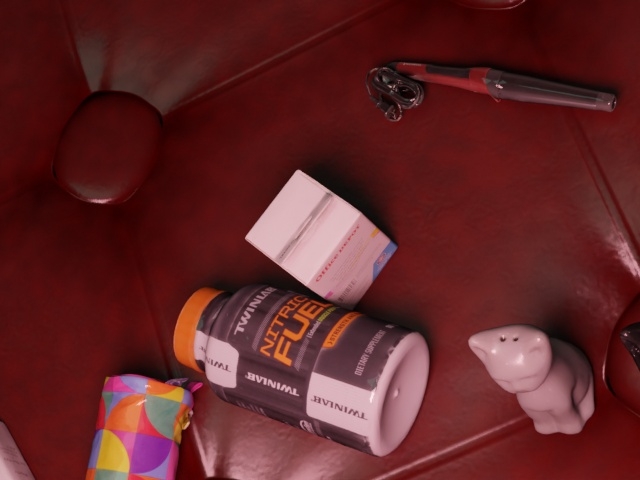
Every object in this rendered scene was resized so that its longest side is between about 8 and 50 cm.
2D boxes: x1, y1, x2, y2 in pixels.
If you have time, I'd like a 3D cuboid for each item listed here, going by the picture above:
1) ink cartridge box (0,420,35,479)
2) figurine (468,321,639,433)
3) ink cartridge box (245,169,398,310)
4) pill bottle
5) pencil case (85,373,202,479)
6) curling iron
[{"bbox_3d":[-0.411,0.366,1.455,0.275,0.060,0.239,-40,62,5],"label":"ink cartridge box"},{"bbox_3d":[0.251,0.111,1.191,0.215,0.209,0.092,-4,71,21],"label":"figurine"},{"bbox_3d":[0.000,0.000,1.364,0.090,0.143,0.092,36,88,27],"label":"ink cartridge box"},{"bbox_3d":[-0.025,0.119,1.343,0.246,0.130,0.130,16,79,25],"label":"pill bottle"},{"bbox_3d":[-0.192,0.250,1.385,0.104,0.104,0.236,6,75,23],"label":"pencil case"},{"bbox_3d":[0.175,-0.153,1.407,0.274,0.035,0.068,6,79,24],"label":"curling iron"}]
